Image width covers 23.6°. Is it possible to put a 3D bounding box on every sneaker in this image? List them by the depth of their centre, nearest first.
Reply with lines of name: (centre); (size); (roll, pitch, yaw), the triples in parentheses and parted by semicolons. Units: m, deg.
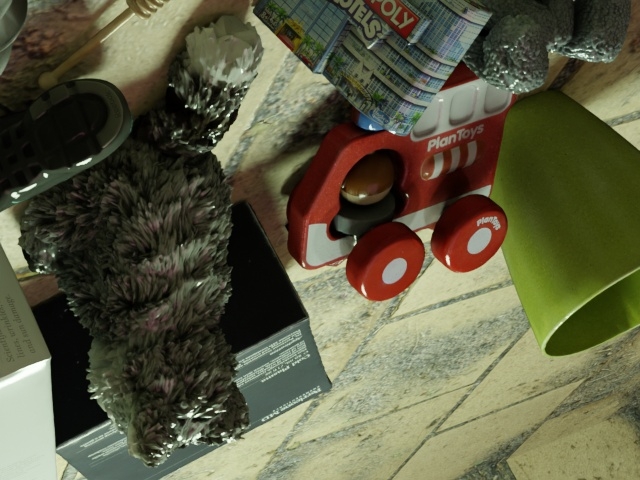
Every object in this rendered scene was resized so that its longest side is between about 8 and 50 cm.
sneaker: (-0.294, -0.066, 1.424); (0.267, 0.101, 0.106); (-19, 177, 3)

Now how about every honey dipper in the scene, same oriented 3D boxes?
honey dipper: (-0.197, -0.186, 1.380); (0.161, 0.030, 0.030); (-34, 159, 24)

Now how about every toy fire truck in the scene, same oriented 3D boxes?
toy fire truck: (0.096, -0.087, 1.834); (0.302, 0.169, 0.253); (-18, 132, -28)

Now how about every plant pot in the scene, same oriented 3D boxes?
plant pot: (0.338, -0.042, 2.009); (0.275, 0.293, 0.274); (-25, 158, -10)

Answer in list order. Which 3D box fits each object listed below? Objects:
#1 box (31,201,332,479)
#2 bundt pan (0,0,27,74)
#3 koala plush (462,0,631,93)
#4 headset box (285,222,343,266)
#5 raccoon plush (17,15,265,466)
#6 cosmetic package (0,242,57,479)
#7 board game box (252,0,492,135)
box: (-0.185, 0.151, 1.945); (0.343, 0.179, 0.312); (-27, 158, -5)
bundt pan: (-0.361, -0.153, 1.110); (0.331, 0.124, 0.331); (-24, 158, -10)
koala plush: (0.197, -0.292, 1.480); (0.196, 0.203, 0.221); (-25, 140, -40)
headset box: (0.000, 0.000, 1.997); (0.032, 0.062, 0.083); (-39, 156, 26)
raccoon plush: (-0.147, 0.030, 1.550); (0.216, 0.299, 0.446); (-17, 155, -29)
cosmetic package: (-0.386, 0.138, 1.616); (0.156, 0.217, 0.385); (-21, 160, -20)
board game box: (0.057, -0.232, 1.426); (0.060, 0.194, 0.194); (-1, 131, -52)
